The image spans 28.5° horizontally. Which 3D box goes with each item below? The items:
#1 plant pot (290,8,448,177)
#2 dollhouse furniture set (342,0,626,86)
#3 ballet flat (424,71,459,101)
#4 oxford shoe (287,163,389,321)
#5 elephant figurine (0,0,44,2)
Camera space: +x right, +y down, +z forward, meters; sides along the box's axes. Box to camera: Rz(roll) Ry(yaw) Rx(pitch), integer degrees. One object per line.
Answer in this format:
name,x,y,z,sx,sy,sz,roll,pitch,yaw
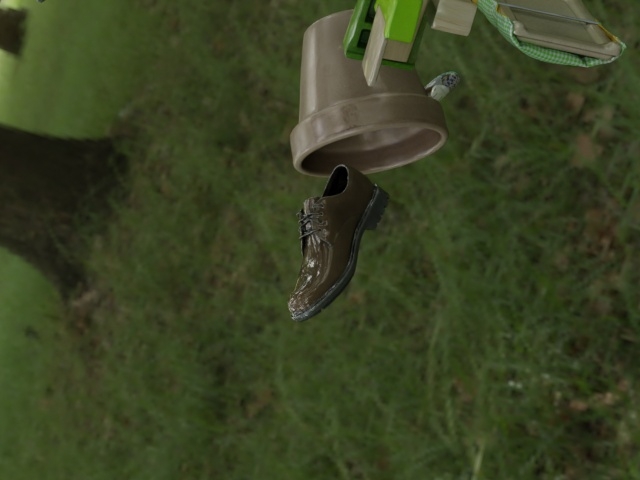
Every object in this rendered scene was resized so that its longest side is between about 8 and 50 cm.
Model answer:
plant pot,0.062,-0.249,2.072,0.263,0.263,0.229,-34,65,62
dollhouse furniture set,0.202,-0.248,1.610,0.197,0.302,0.151,-102,25,-56
ballet flat,0.194,-0.252,2.165,0.114,0.041,0.041,-23,50,46
oxford shoe,0.000,0.000,1.540,0.083,0.096,0.227,-22,35,45
elephant figurine,-0.326,-0.330,1.311,0.186,0.169,0.239,-39,6,-20
